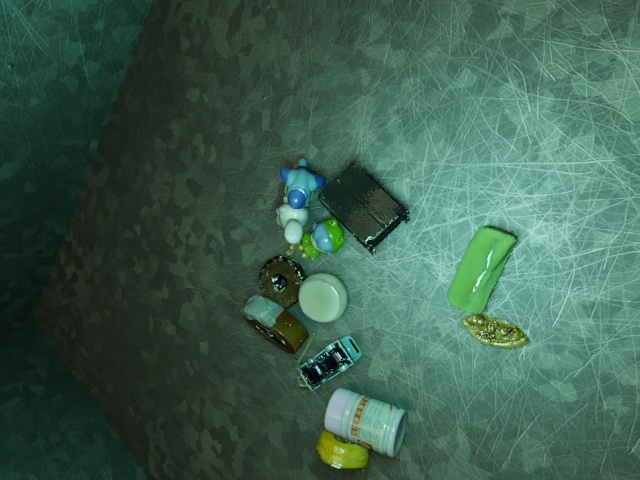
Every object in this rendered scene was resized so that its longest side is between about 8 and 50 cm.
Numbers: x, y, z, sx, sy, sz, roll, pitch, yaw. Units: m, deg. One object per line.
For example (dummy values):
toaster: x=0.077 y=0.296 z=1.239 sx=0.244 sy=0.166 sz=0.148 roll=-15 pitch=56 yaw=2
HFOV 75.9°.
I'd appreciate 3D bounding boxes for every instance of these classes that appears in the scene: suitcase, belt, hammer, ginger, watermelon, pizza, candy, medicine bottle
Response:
suitcase: x=0.177 y=-0.137 z=1.713 sx=0.230 sy=0.152 sz=0.335 roll=-44 pitch=73 yaw=0
belt: x=-0.225 y=0.402 z=1.972 sx=0.339 sy=0.122 sz=0.217 roll=34 pitch=148 yaw=14
hammer: x=-0.073 y=0.527 z=2.023 sx=0.062 sy=0.013 sz=0.198 roll=34 pitch=109 yaw=21
ginger: x=-0.137 y=0.029 z=1.997 sx=0.137 sy=0.044 sz=0.057 roll=-51 pitch=53 yaw=21
watermelon: x=-0.074 y=0.685 z=1.996 sx=0.092 sy=0.085 sz=0.072 roll=-7 pitch=100 yaw=49
pizza: x=0.664 y=0.352 z=1.580 sx=0.247 sy=0.058 sz=0.127 roll=28 pitch=107 yaw=21
candy: x=0.605 y=0.113 z=1.560 sx=0.343 sy=0.132 sz=0.142 roll=-69 pitch=23 yaw=14
medicine bottle: x=0.198 y=0.788 z=1.792 sx=0.316 sy=0.202 sz=0.201 roll=9 pitch=99 yaw=27

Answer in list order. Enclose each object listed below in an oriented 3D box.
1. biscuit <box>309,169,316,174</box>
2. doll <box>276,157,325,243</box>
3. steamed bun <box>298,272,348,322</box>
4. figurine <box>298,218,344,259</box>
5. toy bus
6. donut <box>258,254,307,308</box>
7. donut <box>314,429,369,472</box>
biscuit: x=-0.050 y=-0.290 z=1.934 sx=0.046 sy=0.016 sz=0.089 roll=18 pitch=103 yaw=24
doll: x=-0.116 y=-0.186 z=1.813 sx=0.376 sy=0.187 sz=0.364 roll=28 pitch=105 yaw=56
steamed bun: x=0.021 y=0.254 z=1.871 sx=0.232 sy=0.145 sz=0.231 roll=6 pitch=103 yaw=25
figurine: x=0.000 y=0.000 z=1.873 sx=0.263 sy=0.143 sz=0.162 roll=-31 pitch=72 yaw=44
toy bus: x=0.049 y=0.552 z=1.872 sx=0.271 sy=0.165 sz=0.133 roll=-41 pitch=74 yaw=26
donut: x=-0.180 y=0.202 z=2.002 sx=0.270 sy=0.103 sz=0.269 roll=3 pitch=96 yaw=26
donut: x=0.102 y=0.931 z=1.836 sx=0.254 sy=0.254 sz=0.118 roll=9 pitch=92 yaw=28
